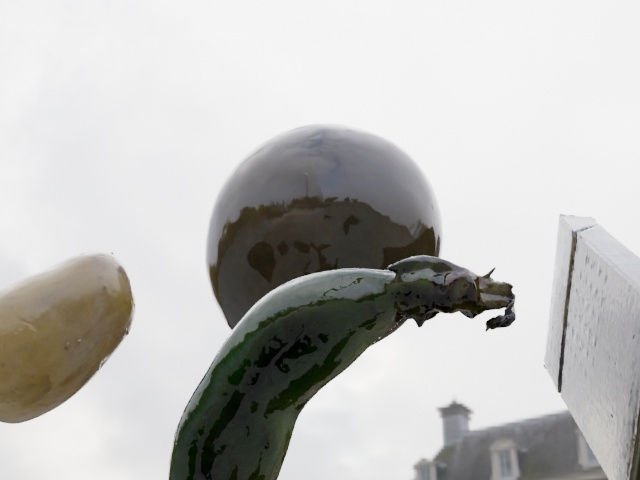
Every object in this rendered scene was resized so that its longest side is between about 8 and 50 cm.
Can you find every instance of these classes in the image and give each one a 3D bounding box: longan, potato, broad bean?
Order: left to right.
[{"bbox_3d":[-0.231,0.078,0.797,0.109,0.178,0.118,21,-41,31],"label":"potato"},{"bbox_3d":[-0.011,0.135,0.461,0.144,0.292,0.049,17,9,11],"label":"broad bean"},{"bbox_3d":[0.000,0.000,0.980,0.258,0.258,0.258,1,-33,1],"label":"longan"}]

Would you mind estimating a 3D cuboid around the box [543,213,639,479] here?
[{"bbox_3d":[0.273,0.098,0.883,0.047,0.325,0.180,2,-76,0],"label":"box"}]
